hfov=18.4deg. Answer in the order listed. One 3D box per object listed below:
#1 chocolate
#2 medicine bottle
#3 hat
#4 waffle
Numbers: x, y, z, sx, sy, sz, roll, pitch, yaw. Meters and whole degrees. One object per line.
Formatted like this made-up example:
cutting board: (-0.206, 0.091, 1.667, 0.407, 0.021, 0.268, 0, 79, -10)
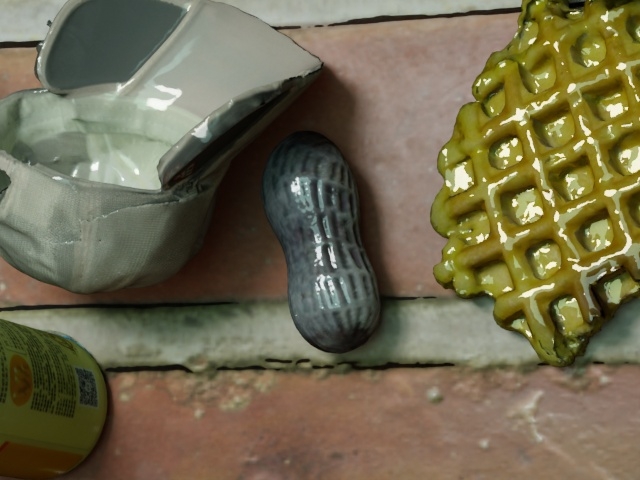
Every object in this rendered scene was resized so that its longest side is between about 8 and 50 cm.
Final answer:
chocolate: (0.000, 0.000, 1.429, 0.072, 0.072, 0.167, -15, 80, 17)
medicine bottle: (-0.256, 0.108, 1.415, 0.124, 0.239, 0.124, -4, 79, 22)
hat: (-0.126, -0.073, 1.450, 0.275, 0.161, 0.232, -38, 47, -14)
waffle: (0.208, -0.044, 1.371, 0.291, 0.051, 0.291, -4, 79, 22)
